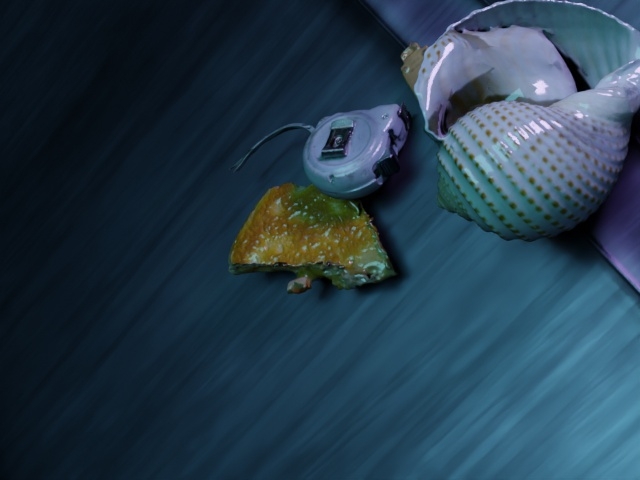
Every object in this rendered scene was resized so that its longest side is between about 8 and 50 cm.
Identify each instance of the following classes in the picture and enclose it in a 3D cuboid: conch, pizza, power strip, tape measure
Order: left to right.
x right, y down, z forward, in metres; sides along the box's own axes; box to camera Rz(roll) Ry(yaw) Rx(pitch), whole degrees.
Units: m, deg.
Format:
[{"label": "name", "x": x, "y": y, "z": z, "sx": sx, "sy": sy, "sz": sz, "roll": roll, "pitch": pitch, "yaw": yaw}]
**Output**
[{"label": "tape measure", "x": -0.027, "y": -0.130, "z": 1.765, "sx": 0.330, "sy": 0.084, "sz": 0.164, "roll": -7, "pitch": 46, "yaw": 26}, {"label": "pizza", "x": 0.000, "y": 0.000, "z": 1.760, "sx": 0.297, "sy": 0.071, "sz": 0.189, "roll": 6, "pitch": 64, "yaw": 35}, {"label": "power strip", "x": 0.197, "y": -0.182, "z": 1.673, "sx": 0.064, "sy": 0.044, "sz": 0.305, "roll": -41, "pitch": 57, "yaw": 23}, {"label": "conch", "x": 0.278, "y": -0.153, "z": 1.492, "sx": 0.319, "sy": 0.215, "sz": 0.303, "roll": -26, "pitch": 66, "yaw": -14}]
